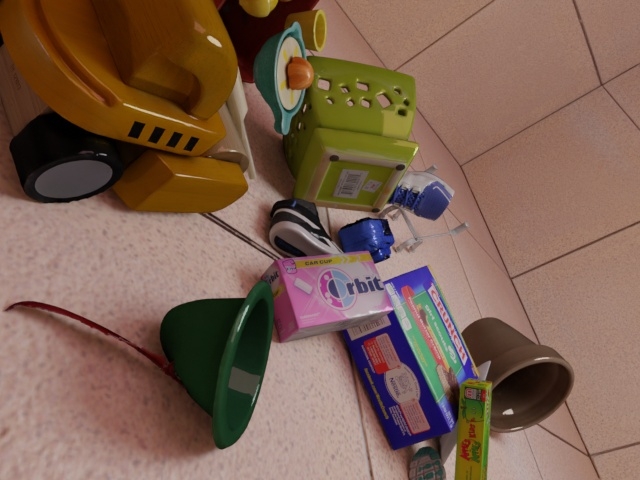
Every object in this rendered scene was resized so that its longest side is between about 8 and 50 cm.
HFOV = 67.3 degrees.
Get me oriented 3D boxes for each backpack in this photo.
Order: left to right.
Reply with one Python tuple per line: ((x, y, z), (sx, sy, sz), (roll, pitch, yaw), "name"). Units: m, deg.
((0.103, 0.000, 1.043), (0.120, 0.098, 0.101), (7, 60, -61), "backpack")

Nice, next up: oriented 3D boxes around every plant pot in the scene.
((-0.179, -0.480, 0.869), (0.236, 0.267, 0.267), (48, 24, 5), "plant pot")
((0.054, -0.187, 0.936), (0.227, 0.228, 0.207), (5, 58, -14), "plant pot")
((0.481, 0.328, 1.266), (0.263, 0.263, 0.229), (44, 12, -31), "plant pot")

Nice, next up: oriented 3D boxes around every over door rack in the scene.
((0.281, -0.096, 1.444), (0.324, 0.108, 0.240), (-13, 73, -43), "over door rack")

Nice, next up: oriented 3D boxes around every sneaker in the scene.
((0.000, 0.000, 0.868), (0.217, 0.079, 0.121), (41, 31, -33), "sneaker")
((0.161, -0.130, 1.220), (0.315, 0.127, 0.182), (32, 40, 11), "sneaker")
((0.192, 0.434, 0.799), (0.076, 0.065, 0.167), (57, 22, -50), "sneaker")

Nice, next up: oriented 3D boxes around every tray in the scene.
((0.307, 0.354, 1.031), (0.030, 0.145, 0.270), (29, 18, 19), "tray")

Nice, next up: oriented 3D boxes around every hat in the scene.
((-0.161, 0.105, 0.516), (0.173, 0.183, 0.209), (-70, 167, -51), "hat")

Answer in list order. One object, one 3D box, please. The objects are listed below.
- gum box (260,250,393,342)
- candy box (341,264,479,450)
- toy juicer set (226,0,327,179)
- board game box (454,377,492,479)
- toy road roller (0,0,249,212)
((0.016, 0.082, 0.740), (0.188, 0.062, 0.107), (-4, 64, -34), "gum box")
((0.182, 0.203, 0.939), (0.317, 0.122, 0.268), (-6, 70, -64), "candy box")
((-0.062, -0.281, 0.735), (0.209, 0.089, 0.329), (64, 39, -62), "toy juicer set")
((0.260, 0.334, 0.817), (0.092, 0.043, 0.181), (20, 74, -63), "board game box")
((-0.172, -0.172, 0.535), (0.329, 0.240, 0.203), (0, 63, -62), "toy road roller")
